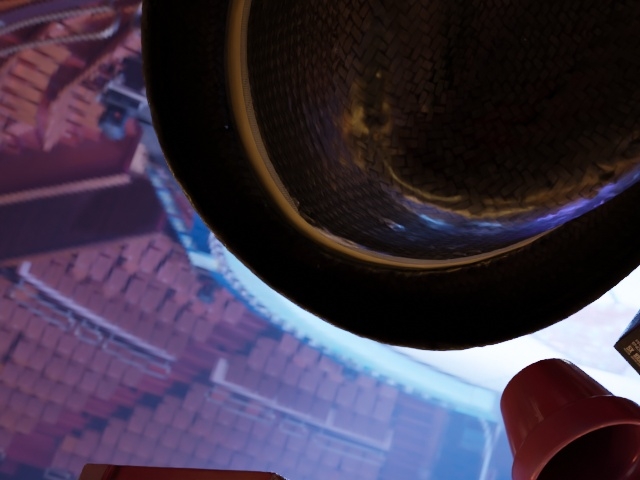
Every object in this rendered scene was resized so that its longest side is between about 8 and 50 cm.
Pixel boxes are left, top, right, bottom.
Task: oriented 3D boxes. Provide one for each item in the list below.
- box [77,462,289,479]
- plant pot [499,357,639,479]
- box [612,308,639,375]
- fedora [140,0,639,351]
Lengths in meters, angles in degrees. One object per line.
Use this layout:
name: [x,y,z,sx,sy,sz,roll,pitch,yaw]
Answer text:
box: [-0.101,0.268,0.853,0.232,0.149,0.127,-9,143,41]
plant pot: [0.332,0.259,1.447,0.201,0.201,0.180,27,-159,-29]
box: [0.358,0.087,0.946,0.147,0.180,0.077,48,130,6]
fedora: [0.087,-0.107,0.460,0.334,0.334,0.152,21,180,-13]
